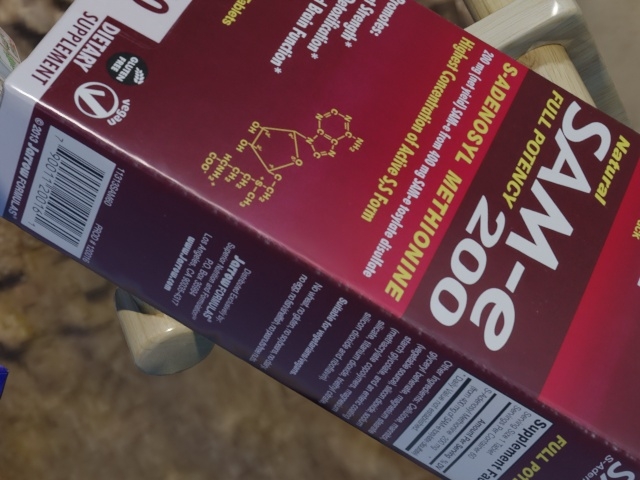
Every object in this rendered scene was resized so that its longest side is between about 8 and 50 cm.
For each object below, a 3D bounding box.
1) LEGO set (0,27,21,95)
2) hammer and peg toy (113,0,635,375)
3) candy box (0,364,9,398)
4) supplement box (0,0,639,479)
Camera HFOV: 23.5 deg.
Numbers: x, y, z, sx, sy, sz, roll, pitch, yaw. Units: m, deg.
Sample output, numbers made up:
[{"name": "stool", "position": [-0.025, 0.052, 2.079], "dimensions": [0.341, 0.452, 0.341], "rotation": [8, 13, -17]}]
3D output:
[{"name": "LEGO set", "position": [-0.247, -0.116, 0.937], "dimensions": [0.060, 0.244, 0.182], "rotation": [-29, 56, 7]}, {"name": "hammer and peg toy", "position": [0.016, -0.010, 0.938], "dimensions": [0.361, 0.266, 0.127], "rotation": [-28, 65, 9]}, {"name": "candy box", "position": [-0.458, 0.114, 1.210], "dimensions": [0.268, 0.317, 0.122], "rotation": [22, 100, 30]}, {"name": "supplement box", "position": [0.019, -0.013, 0.534], "dimensions": [0.239, 0.130, 0.073], "rotation": [30, 142, -1]}]
